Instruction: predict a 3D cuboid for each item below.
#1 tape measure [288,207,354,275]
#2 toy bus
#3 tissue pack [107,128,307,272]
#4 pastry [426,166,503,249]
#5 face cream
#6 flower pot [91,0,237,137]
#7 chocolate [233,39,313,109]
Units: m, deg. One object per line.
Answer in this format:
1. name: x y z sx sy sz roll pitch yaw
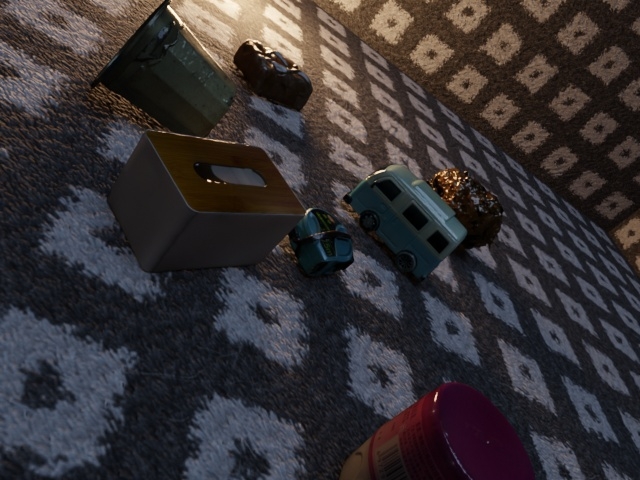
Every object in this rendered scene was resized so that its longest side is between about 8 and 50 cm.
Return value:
1. tape measure: 0.000 0.000 1.085 0.146 0.081 0.125 0 53 -53
2. toy bus: 0.203 -0.058 1.334 0.271 0.165 0.133 48 29 8
3. tissue pack: -0.171 -0.055 0.883 0.246 0.136 0.159 -2 51 -54
4. pastry: 0.387 -0.078 1.607 0.275 0.193 0.275 39 3 -2
5. face cream: 0.145 0.305 0.737 0.175 0.195 0.175 32 32 -22
6. flower pot: -0.266 -0.300 1.042 0.203 0.212 0.212 37 28 -28
7. chocolate: -0.117 -0.440 1.521 0.214 0.093 0.148 5 48 -49
